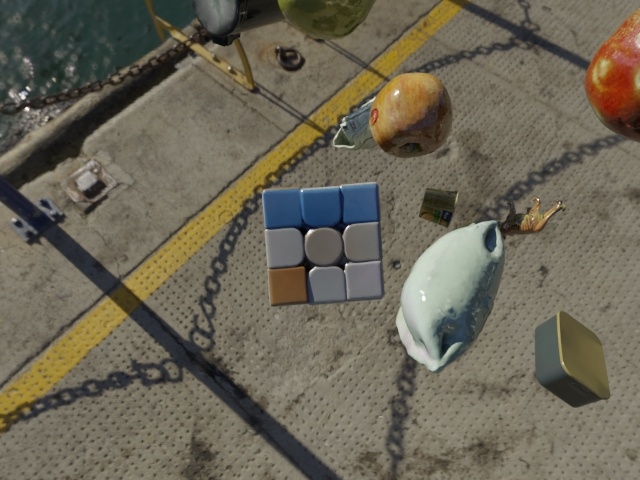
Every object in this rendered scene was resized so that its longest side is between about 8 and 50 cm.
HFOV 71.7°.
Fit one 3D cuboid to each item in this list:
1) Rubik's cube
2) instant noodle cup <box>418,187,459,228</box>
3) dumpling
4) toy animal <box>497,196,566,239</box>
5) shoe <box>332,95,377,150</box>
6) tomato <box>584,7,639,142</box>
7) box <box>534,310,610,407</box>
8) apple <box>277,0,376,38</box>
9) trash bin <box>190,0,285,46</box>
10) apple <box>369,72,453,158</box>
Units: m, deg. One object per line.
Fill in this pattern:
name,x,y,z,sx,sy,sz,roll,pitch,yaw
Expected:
Rubik's cube,0.000,0.000,1.412,0.343,0.346,0.348,-5,96,-3
instant noodle cup,0.435,-0.125,1.644,0.122,0.151,0.152,12,65,11
dumpling,0.156,0.072,0.550,0.104,0.149,0.217,20,57,16
toy animal,0.538,-0.054,1.156,0.056,0.241,0.099,25,82,-15
shoe,0.173,-0.434,1.646,0.210,0.342,0.132,-22,80,-31
tomato,0.736,-0.365,0.958,0.303,0.304,0.239,-18,41,-9
box,0.603,0.289,1.078,0.144,0.090,0.201,34,42,-4
apple,0.016,-0.674,1.177,0.278,0.279,0.280,0,65,-1
trash bin,-0.220,-0.757,1.365,0.202,0.252,0.301,27,44,25
apple,0.230,-0.315,1.131,0.210,0.211,0.188,-3,78,-2
